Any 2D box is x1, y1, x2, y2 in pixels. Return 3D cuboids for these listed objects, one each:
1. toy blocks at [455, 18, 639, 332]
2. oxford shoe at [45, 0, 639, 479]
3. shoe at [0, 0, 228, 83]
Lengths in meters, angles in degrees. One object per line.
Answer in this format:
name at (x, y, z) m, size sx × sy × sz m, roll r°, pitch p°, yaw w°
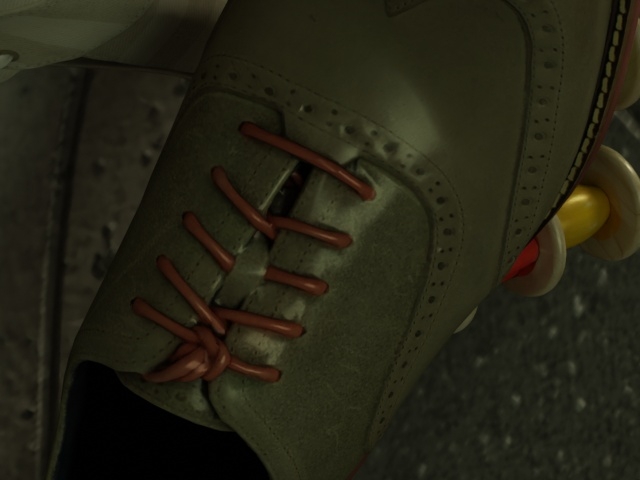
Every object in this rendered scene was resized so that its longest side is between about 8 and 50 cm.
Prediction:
toy blocks at (0.064, -0.028, 0.795) m, size 0.148 × 0.054 × 0.123 m, roll -21°, pitch 118°, yaw -35°
oxford shoe at (0.000, 0.000, 0.604) m, size 0.130 × 0.123 × 0.348 m, roll -50°, pitch 165°, yaw -54°
shoe at (-0.080, -0.073, 0.636) m, size 0.219 × 0.076 × 0.058 m, roll -4°, pitch 103°, yaw -43°
